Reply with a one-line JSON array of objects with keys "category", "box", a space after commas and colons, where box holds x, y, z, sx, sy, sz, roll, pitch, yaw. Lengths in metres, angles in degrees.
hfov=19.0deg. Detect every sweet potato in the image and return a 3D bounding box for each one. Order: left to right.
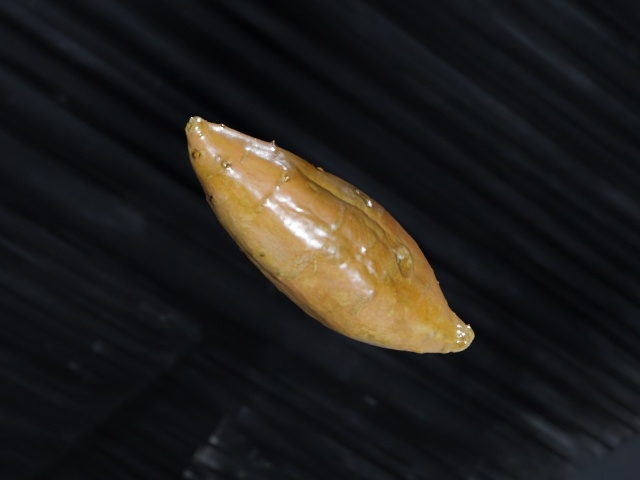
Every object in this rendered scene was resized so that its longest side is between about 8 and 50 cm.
[{"category": "sweet potato", "box": [0.000, 0.000, 0.477, 0.034, 0.095, 0.034, -41, 21, 20]}]
